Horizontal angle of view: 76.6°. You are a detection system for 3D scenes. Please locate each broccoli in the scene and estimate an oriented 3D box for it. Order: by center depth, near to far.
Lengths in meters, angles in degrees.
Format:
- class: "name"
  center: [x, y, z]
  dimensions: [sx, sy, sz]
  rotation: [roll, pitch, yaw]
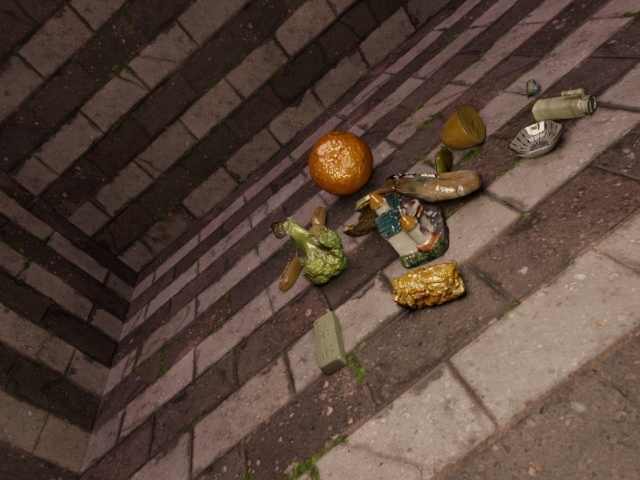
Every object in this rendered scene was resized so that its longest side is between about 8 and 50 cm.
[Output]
- class: "broccoli"
  center: [-0.018, 0.051, 1.700]
  dimensions: [0.254, 0.302, 0.186]
  rotation: [-13, 35, 38]

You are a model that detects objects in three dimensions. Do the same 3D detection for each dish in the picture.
- class: "dish"
  center: [0.794, -0.355, 1.480]
  dimensions: [0.190, 0.066, 0.191]
  rotation: [-32, 28, 20]

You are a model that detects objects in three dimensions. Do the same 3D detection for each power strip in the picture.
- class: "power strip"
  center: [0.030, 0.351, 1.487]
  dimensions: [0.093, 0.053, 0.288]
  rotation: [-35, 30, 14]

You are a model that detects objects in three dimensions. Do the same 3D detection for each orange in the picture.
- class: "orange"
  center: [0.109, -0.398, 2.127]
  dimensions: [0.340, 0.341, 0.293]
  rotation: [-41, -9, 3]

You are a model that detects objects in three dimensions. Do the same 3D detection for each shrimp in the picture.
- class: "shrimp"
  center: [0.436, -0.231, 1.622]
  dimensions: [0.221, 0.110, 0.445]
  rotation: [-34, 26, -28]

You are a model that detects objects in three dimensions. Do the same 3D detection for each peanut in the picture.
- class: "peanut"
  center: [0.000, 0.000, 1.934]
  dimensions: [0.137, 0.122, 0.253]
  rotation: [-18, 26, -6]
- class: "peanut"
  center: [-0.010, -0.123, 2.158]
  dimensions: [0.080, 0.080, 0.175]
  rotation: [-26, 29, 27]

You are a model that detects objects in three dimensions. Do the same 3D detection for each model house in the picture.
- class: "model house"
  center: [0.310, -0.089, 1.497]
  dimensions: [0.190, 0.301, 0.272]
  rotation: [-31, 30, 34]

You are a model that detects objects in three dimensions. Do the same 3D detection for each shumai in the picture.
- class: "shumai"
  center: [-0.248, -0.077, 2.375]
  dimensions: [0.099, 0.087, 0.124]
  rotation: [-40, 27, 7]

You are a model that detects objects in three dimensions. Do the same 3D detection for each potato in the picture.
- class: "potato"
  center: [0.613, -0.480, 1.793]
  dimensions: [0.158, 0.178, 0.204]
  rotation: [-30, 52, 52]

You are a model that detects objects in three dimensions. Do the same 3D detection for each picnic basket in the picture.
- class: "picnic basket"
  center: [0.907, -0.663, 1.760]
  dimensions: [0.083, 0.065, 0.083]
  rotation: [26, 75, 42]

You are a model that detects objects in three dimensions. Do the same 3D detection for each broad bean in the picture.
- class: "broad bean"
  center: [0.531, -0.309, 1.744]
  dimensions: [0.075, 0.067, 0.325]
  rotation: [0, 49, 13]

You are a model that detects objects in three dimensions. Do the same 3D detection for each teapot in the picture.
- class: "teapot"
  center: [0.903, -0.508, 1.508]
  dimensions: [0.077, 0.107, 0.200]
  rotation: [-48, 29, -16]

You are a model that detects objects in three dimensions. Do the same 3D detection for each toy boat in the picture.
- class: "toy boat"
  center: [-0.147, 0.160, 1.963]
  dimensions: [0.077, 0.057, 0.201]
  rotation: [-17, 38, 47]

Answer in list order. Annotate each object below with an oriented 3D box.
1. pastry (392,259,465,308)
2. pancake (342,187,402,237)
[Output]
- class: "pastry"
  center: [0.337, 0.156, 1.316]
  dimensions: [0.249, 0.102, 0.154]
  rotation: [-24, 35, 27]
- class: "pancake"
  center: [0.213, -0.111, 1.680]
  dimensions: [0.286, 0.288, 0.033]
  rotation: [-30, 62, 9]
